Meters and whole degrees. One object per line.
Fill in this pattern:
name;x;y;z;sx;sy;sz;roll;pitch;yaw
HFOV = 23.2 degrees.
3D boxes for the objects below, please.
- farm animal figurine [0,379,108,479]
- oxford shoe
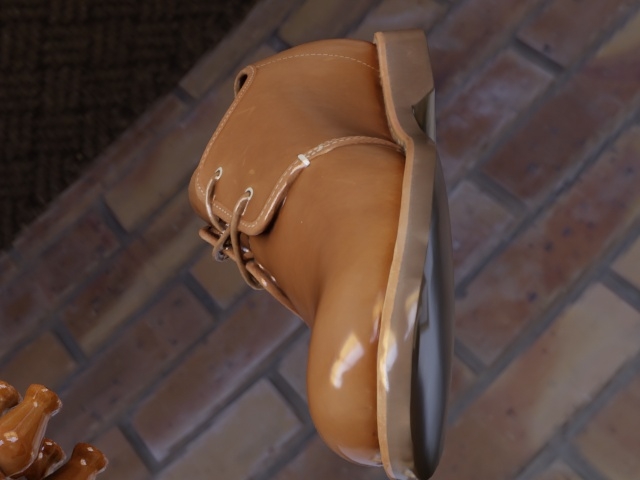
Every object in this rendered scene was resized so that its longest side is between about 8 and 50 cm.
farm animal figurine;-0.286;0.142;0.822;0.172;0.330;0.326;-56;161;-32
oxford shoe;0.000;0.000;0.436;0.076;0.212;0.076;-3;115;0
